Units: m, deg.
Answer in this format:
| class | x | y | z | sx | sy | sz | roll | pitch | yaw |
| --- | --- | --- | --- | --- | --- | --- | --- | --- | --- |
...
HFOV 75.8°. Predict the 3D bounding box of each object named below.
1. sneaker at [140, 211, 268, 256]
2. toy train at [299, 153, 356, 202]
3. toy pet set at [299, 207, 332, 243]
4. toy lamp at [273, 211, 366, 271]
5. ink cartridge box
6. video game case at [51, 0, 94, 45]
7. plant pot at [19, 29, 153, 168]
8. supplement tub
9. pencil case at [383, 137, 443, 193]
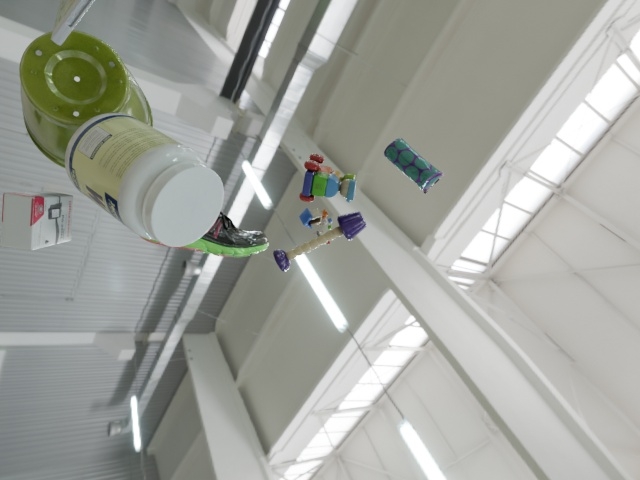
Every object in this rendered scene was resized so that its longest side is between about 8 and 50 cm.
| class | x | y | z | sx | sy | sz | roll | pitch | yaw |
| --- | --- | --- | --- | --- | --- | --- | --- | --- | --- |
| sneaker | -0.391 | -0.053 | 1.478 | 0.185 | 0.482 | 0.202 | 0 | -102 | 54 |
| toy train | 0.032 | -0.176 | 1.141 | 0.248 | 0.143 | 0.105 | -71 | 173 | -66 |
| toy pet set | -0.018 | -0.054 | 1.318 | 0.122 | 0.065 | 0.114 | 93 | -27 | -50 |
| toy lamp | 0.000 | 0.000 | 1.167 | 0.274 | 0.080 | 0.080 | -28 | -125 | 9 |
| ink cartridge box | -0.597 | -0.046 | 0.877 | 0.150 | 0.063 | 0.109 | -112 | -150 | -81 |
| video game case | -0.494 | -0.534 | 0.862 | 0.193 | 0.023 | 0.213 | -34 | -129 | 22 |
| plant pot | -0.663 | -0.395 | 1.162 | 0.353 | 0.366 | 0.367 | 179 | -80 | -66 |
| supplement tub | -0.416 | -0.146 | 0.988 | 0.324 | 0.235 | 0.236 | 30 | -73 | 25 |
| pencil case | 0.228 | -0.189 | 1.021 | 0.152 | 0.070 | 0.064 | 49 | -65 | 25 |
